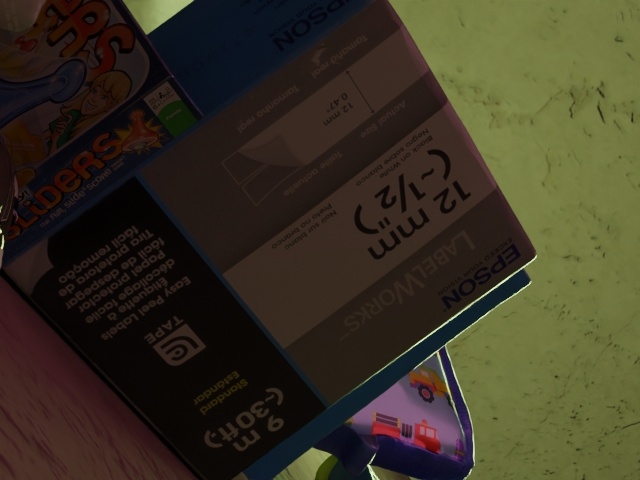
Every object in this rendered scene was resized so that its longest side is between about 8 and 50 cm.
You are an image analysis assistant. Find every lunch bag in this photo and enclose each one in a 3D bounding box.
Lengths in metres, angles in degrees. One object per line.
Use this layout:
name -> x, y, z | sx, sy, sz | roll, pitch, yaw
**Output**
lunch bag -> -0.001, 0.079, 1.286 | 0.221, 0.138, 0.293 | 23, 23, -31

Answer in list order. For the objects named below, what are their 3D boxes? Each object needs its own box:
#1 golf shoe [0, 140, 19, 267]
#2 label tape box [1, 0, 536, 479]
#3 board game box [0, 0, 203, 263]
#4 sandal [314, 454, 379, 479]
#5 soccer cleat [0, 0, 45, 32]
golf shoe -> -0.177, -0.042, 0.699 | 0.198, 0.077, 0.094 | -128, -157, -63
label tape box -> -0.009, 0.018, 0.970 | 0.347, 0.249, 0.115 | 54, 0, -39
board game box -> -0.160, -0.090, 0.825 | 0.201, 0.136, 0.035 | 53, 0, 41
sandal -> 0.114, 0.286, 1.279 | 0.317, 0.138, 0.126 | 52, 2, -9
soccer cleat -> -0.197, -0.156, 0.729 | 0.143, 0.116, 0.331 | 24, 10, -25
